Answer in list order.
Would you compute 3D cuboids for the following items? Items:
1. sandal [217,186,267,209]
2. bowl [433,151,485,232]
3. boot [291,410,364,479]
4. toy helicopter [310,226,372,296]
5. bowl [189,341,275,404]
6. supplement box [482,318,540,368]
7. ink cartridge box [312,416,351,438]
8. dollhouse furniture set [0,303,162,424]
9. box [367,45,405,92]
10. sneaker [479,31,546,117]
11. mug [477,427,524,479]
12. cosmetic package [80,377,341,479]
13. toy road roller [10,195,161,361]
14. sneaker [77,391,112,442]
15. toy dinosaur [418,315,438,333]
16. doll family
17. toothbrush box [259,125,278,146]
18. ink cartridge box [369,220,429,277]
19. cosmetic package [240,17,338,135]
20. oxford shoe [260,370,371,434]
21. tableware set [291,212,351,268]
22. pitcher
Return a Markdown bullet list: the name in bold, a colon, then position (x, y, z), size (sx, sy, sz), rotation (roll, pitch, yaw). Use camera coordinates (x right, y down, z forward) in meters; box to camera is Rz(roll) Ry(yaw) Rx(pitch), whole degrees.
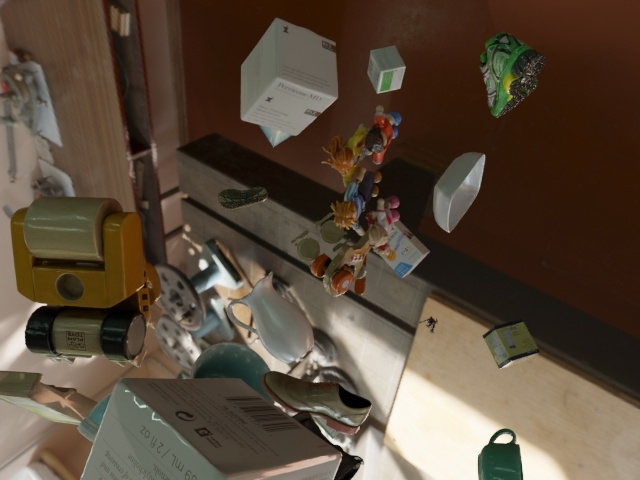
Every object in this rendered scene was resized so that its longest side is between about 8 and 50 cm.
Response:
- **sandal**: position (-0.267, -0.146, 1.724), size (0.180, 0.049, 0.072), rotation (-8, 83, 7)
- **bowl**: position (0.276, -0.102, 1.014), size (0.053, 0.142, 0.142), rotation (28, 157, 26)
- **boot**: position (-0.051, 0.567, 1.239), size (0.229, 0.262, 0.091), rotation (35, 150, 43)
- **toy helicopter**: position (0.144, 0.054, 1.794), size (0.140, 0.355, 0.235), rotation (35, 175, 36)
- **bowl**: position (-0.323, 0.521, 1.694), size (0.311, 0.311, 0.163), rotation (48, 130, 6)
- **supplement box**: position (0.432, 0.235, 1.128), size (0.056, 0.083, 0.083), rotation (112, 143, -55)
- **ink cartridge box**: position (0.018, 0.678, 1.886), size (0.209, 0.062, 0.109), rotation (53, 167, -21)
- **dollhouse furniture set**: position (-0.759, 0.320, 1.511), size (0.361, 0.395, 0.257), rotation (-3, 144, 22)
- **box**: position (0.212, -0.554, 1.614), size (0.101, 0.087, 0.102), rotation (94, 158, -63)
- **sneaker**: position (0.506, -0.453, 1.351), size (0.146, 0.134, 0.343), rotation (54, -175, 15)
- **mug**: position (0.430, 0.545, 1.190), size (0.097, 0.157, 0.130), rotation (-6, 101, 22)
- **cosmetic package**: position (-0.228, 0.509, 0.928), size (0.329, 0.327, 0.394), rotation (20, 90, 38)
- **toy road roller**: position (-0.430, 0.065, 0.977), size (0.202, 0.241, 0.330), rotation (3, 106, 4)
- **sneaker**: position (-0.492, 0.505, 1.339), size (0.135, 0.150, 0.366), rotation (29, 155, 20)
- **toy dinosaur**: position (0.361, 0.263, 1.592), size (0.047, 0.082, 0.090), rotation (45, 126, -4)
- **doll family**: position (0.068, -0.099, 0.863), size (0.118, 0.163, 0.263), rotation (4, 116, 19)
- **toothbrush box**: position (-0.123, -0.502, 1.955), size (0.126, 0.216, 0.295), rotation (56, 173, -5)
- **ink cartridge box**: position (0.224, 0.009, 1.494), size (0.181, 0.061, 0.104), rotation (47, 119, 16)
- **cosmetic package**: position (-0.074, -0.355, 1.106), size (0.183, 0.151, 0.152), rotation (-28, 59, 54)
- **oxford shoe**: position (-0.009, 0.458, 1.504), size (0.348, 0.123, 0.130), rotation (26, 114, -14)
- **tableware set**: position (0.000, 0.000, 1.826), size (0.194, 0.039, 0.128), rotation (-36, 90, 6)
- **pitcher**: position (-0.127, 0.207, 1.238), size (0.177, 0.125, 0.207), rotation (-35, 90, 29)
